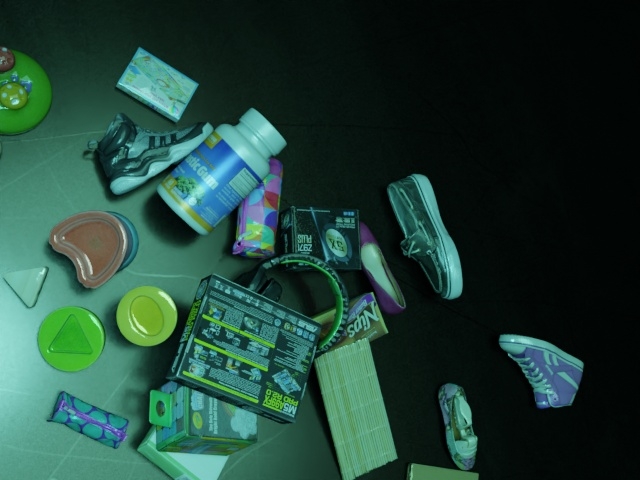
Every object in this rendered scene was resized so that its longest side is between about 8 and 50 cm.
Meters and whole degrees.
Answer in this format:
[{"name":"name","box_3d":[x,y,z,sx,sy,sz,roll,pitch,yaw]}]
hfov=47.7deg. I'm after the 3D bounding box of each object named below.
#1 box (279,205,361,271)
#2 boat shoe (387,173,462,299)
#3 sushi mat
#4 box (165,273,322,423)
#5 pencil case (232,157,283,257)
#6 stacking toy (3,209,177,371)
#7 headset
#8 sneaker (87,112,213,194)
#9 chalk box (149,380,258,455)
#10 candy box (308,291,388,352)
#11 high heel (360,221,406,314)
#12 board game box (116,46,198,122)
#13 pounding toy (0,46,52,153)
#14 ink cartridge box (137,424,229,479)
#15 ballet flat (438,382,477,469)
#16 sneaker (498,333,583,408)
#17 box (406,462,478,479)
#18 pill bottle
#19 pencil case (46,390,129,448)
[{"name":"box","box_3d":[0.000,0.000,1.725,0.180,0.077,0.147,3,80,-25]},{"name":"boat shoe","box_3d":[0.253,-0.002,1.837,0.119,0.121,0.335,-15,76,-19]},{"name":"sushi mat","box_3d":[0.084,0.395,1.694,0.151,0.019,0.317,-18,98,-28]},{"name":"box","box_3d":[-0.144,0.218,1.444,0.270,0.060,0.216,27,64,-24]},{"name":"pencil case","box_3d":[-0.143,-0.073,1.659,0.104,0.104,0.236,11,73,-23]},{"name":"stacking toy","box_3d":[-0.462,0.107,1.502,0.279,0.130,0.309,-29,91,0]},{"name":"headset","box_3d":[-0.120,0.181,1.568,0.394,0.185,0.243,-26,97,-9]},{"name":"sneaker","box_3d":[-0.370,-0.225,1.578,0.268,0.101,0.153,-36,99,-23]},{"name":"chalk box","box_3d":[-0.249,0.347,1.450,0.213,0.132,0.132,16,55,-33]},{"name":"candy box","box_3d":[0.059,0.207,1.729,0.186,0.053,0.109,-21,91,-25]},{"name":"high heel","box_3d":[0.141,0.063,1.757,0.082,0.117,0.244,-10,85,-26]},{"name":"board game box","box_3d":[-0.369,-0.352,1.645,0.154,0.026,0.103,31,69,-17]},{"name":"pounding toy","box_3d":[-0.650,-0.298,1.457,0.183,0.110,0.237,41,66,-13]},{"name":"ink cartridge box","box_3d":[-0.257,0.396,1.547,0.171,0.056,0.235,43,42,-13]},{"name":"ballet flat","box_3d":[0.351,0.466,1.803,0.076,0.079,0.222,-11,85,-27]},{"name":"sneaker","box_3d":[0.579,0.355,1.921,0.282,0.102,0.161,26,74,-19]},{"name":"box","box_3d":[0.294,0.642,1.776,0.201,0.021,0.164,15,75,-23]},{"name":"pill bottle","box_3d":[-0.207,-0.154,1.567,0.272,0.152,0.152,-45,101,-1]},{"name":"pencil case","box_3d":[-0.461,0.360,1.447,0.151,0.070,0.064,30,69,-18]}]
